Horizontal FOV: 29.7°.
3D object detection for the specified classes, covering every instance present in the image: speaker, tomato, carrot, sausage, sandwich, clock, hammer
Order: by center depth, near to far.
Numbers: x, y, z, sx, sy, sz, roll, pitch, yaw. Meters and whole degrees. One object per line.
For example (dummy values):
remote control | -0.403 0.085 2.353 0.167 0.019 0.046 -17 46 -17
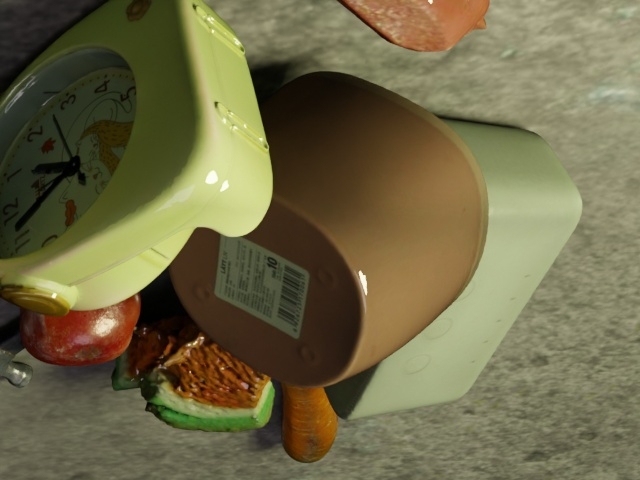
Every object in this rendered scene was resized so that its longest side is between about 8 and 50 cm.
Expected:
sausage | 0.066 -0.270 1.128 0.254 0.148 0.148 27 123 -38
clock | -0.219 -0.065 1.152 0.348 0.286 0.117 -31 139 21
tomato | -0.278 0.103 1.408 0.139 0.091 0.159 9 137 -29
sandwich | -0.096 0.148 1.464 0.250 0.162 0.301 -1 163 -28
hammer | -0.320 0.081 1.469 0.289 0.037 0.137 -34 139 20
speaker | 0.140 0.040 1.477 0.184 0.183 0.406 0 137 -27
carrot | -0.016 0.243 1.723 0.087 0.087 0.193 -8 137 -10

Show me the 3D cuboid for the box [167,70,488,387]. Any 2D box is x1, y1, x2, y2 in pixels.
box | 0.000 0.000 1.241 0.216 0.301 0.301 -43 164 -47
